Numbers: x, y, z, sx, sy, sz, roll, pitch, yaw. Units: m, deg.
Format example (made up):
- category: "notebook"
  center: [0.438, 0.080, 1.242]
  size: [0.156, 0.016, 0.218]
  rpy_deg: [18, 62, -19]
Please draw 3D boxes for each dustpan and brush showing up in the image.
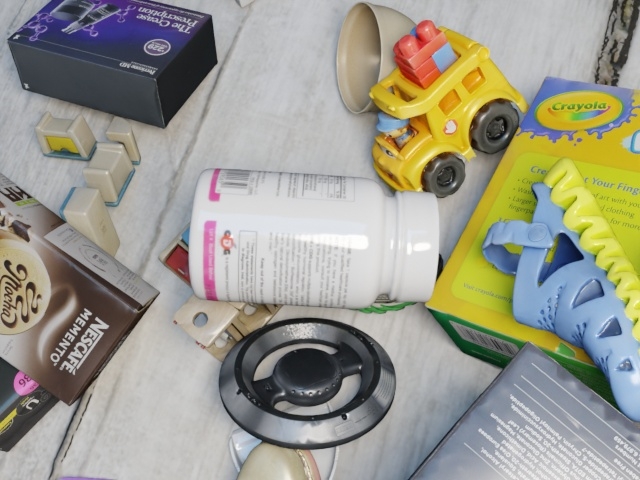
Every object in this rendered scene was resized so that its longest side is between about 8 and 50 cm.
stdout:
- category: "dustpan and brush"
  center: [-0.025, 0.314, 1.024]
  size: [0.147, 0.060, 0.211]
  rpy_deg: [-23, 67, -1]

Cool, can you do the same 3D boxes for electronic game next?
- category: "electronic game"
  center: [-0.017, 0.178, 1.034]
  size: [0.229, 0.048, 0.229]
  rpy_deg: [0, 35, 0]

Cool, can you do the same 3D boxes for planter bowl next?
- category: "planter bowl"
  center: [0.104, -0.271, 1.199]
  size: [0.109, 0.162, 0.162]
  rpy_deg: [-3, 66, -21]

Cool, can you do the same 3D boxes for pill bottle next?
- category: "pill bottle"
  center: [-0.007, 0.001, 0.966]
  size: [0.283, 0.160, 0.160]
  rpy_deg: [4, 69, 0]

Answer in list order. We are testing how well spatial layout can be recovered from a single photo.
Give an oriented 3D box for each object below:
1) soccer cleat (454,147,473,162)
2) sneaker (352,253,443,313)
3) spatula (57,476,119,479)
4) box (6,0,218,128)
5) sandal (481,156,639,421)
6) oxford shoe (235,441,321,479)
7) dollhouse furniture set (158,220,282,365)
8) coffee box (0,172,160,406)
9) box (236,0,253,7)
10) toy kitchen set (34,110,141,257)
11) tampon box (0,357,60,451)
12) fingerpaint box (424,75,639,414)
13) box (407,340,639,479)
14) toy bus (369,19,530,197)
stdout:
- category: "soccer cleat"
  center: [0.203, -0.125, 1.179]
  size: [0.029, 0.035, 0.083]
  rpy_deg: [32, 76, 18]
- category: "sneaker"
  center: [0.000, 0.000, 1.100]
  size: [0.343, 0.146, 0.134]
  rpy_deg: [16, 72, 13]
- category: "spatula"
  center: [-0.207, 0.356, 1.051]
  size: [0.296, 0.030, 0.084]
  rpy_deg: [-2, 69, 7]
- category: "box"
  center: [-0.322, -0.297, 1.261]
  size: [0.261, 0.103, 0.184]
  rpy_deg: [16, 53, 14]
- category: "sandal"
  center: [0.264, 0.057, 0.833]
  size: [0.138, 0.126, 0.317]
  rpy_deg: [-28, 39, 15]
- category: "oxford shoe"
  center: [-0.090, 0.421, 0.912]
  size: [0.140, 0.146, 0.397]
  rpy_deg: [-1, 73, 33]
- category: "dollhouse furniture set"
  center: [-0.167, 0.061, 1.108]
  size: [0.183, 0.129, 0.129]
  rpy_deg: [37, 78, 19]
- category: "coffee box"
  center: [-0.390, 0.057, 1.072]
  size: [0.297, 0.119, 0.168]
  rpy_deg: [36, 99, -3]
- category: "box"
  center: [-0.148, -0.605, 1.350]
  size: [0.215, 0.168, 0.345]
  rpy_deg: [-33, 67, -6]
- category: "toy kitchen set"
  center: [-0.377, -0.082, 1.225]
  size: [0.166, 0.122, 0.207]
  rpy_deg: [6, 49, 11]
- category: "tampon box"
  center: [-0.463, 0.192, 1.115]
  size: [0.161, 0.101, 0.120]
  rpy_deg: [40, 79, 20]
- category: "fingerpaint box"
  center: [0.413, 0.021, 0.950]
  size: [0.444, 0.163, 0.371]
  rpy_deg: [17, 71, 38]
- category: "box"
  center: [0.171, 0.310, 0.844]
  size: [0.179, 0.343, 0.312]
  rpy_deg: [39, 78, 19]
- category: "toy bus"
  center: [0.144, -0.188, 1.094]
  size: [0.220, 0.211, 0.149]
  rpy_deg: [-43, 40, 1]
